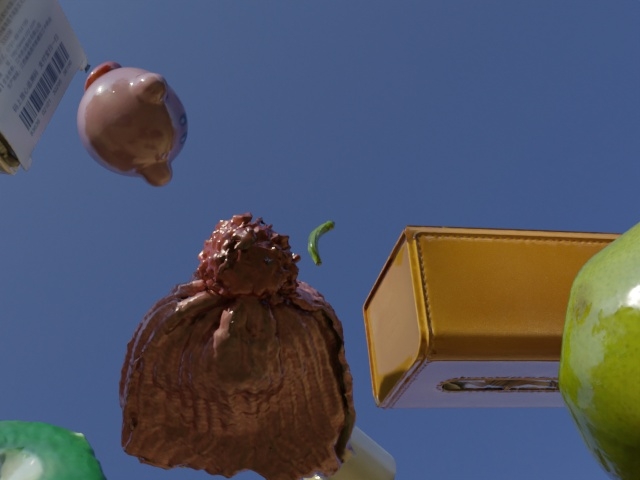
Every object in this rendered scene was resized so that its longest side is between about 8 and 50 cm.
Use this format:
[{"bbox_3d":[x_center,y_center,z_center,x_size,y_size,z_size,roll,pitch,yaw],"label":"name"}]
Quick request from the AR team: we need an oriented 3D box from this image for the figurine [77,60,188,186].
[{"bbox_3d":[-0.283,-0.179,1.251,0.173,0.173,0.173,-2,-70,-6],"label":"figurine"}]

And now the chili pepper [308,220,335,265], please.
[{"bbox_3d":[0.000,-0.001,1.030,0.030,0.083,0.017,21,-50,7],"label":"chili pepper"}]

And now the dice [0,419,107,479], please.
[{"bbox_3d":[-0.475,0.460,1.210,0.297,0.287,0.300,-1,-67,-28],"label":"dice"}]

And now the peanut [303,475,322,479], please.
[{"bbox_3d":[0.049,0.461,1.377,0.098,0.229,0.103,0,-41,-44],"label":"peanut"}]

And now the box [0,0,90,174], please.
[{"bbox_3d":[-0.433,-0.185,0.864,0.332,0.173,0.145,6,-33,20],"label":"box"}]

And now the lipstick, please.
[{"bbox_3d":[-0.035,0.238,1.107,0.087,0.087,0.327,-44,-68,9],"label":"lipstick"}]

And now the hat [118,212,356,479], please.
[{"bbox_3d":[-0.074,0.104,0.778,0.236,0.107,0.286,1,-61,-6],"label":"hat"}]

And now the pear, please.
[{"bbox_3d":[0.238,0.070,0.433,0.216,0.166,0.180,13,-59,25],"label":"pear"}]

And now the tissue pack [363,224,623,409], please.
[{"bbox_3d":[0.203,0.095,0.898,0.274,0.145,0.194,2,-29,-10],"label":"tissue pack"}]
